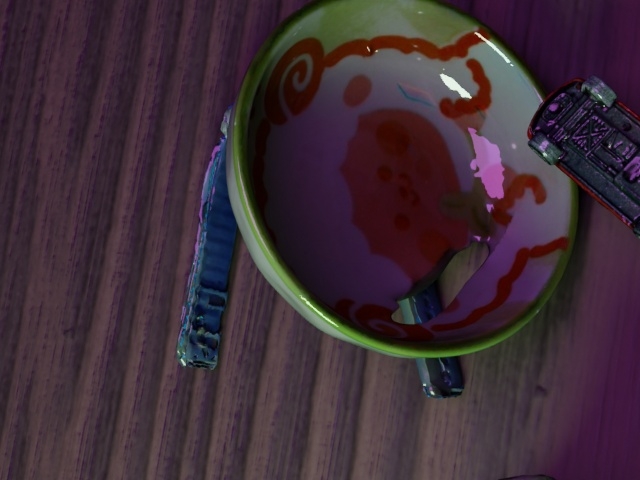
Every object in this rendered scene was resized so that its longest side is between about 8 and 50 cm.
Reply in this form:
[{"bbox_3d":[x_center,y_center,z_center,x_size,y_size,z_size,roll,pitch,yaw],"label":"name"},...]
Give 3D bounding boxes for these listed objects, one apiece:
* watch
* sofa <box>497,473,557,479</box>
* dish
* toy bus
[{"bbox_3d":[0.011,-0.005,1.753,0.276,0.068,0.274,5,80,26],"label":"watch"},{"bbox_3d":[0.165,0.309,1.517,0.176,0.225,0.210,-33,69,13],"label":"sofa"},{"bbox_3d":[0.053,-0.045,1.651,0.124,0.324,0.324,147,121,-60],"label":"dish"},{"bbox_3d":[0.264,-0.053,1.619,0.081,0.089,0.195,-48,63,1],"label":"toy bus"}]
